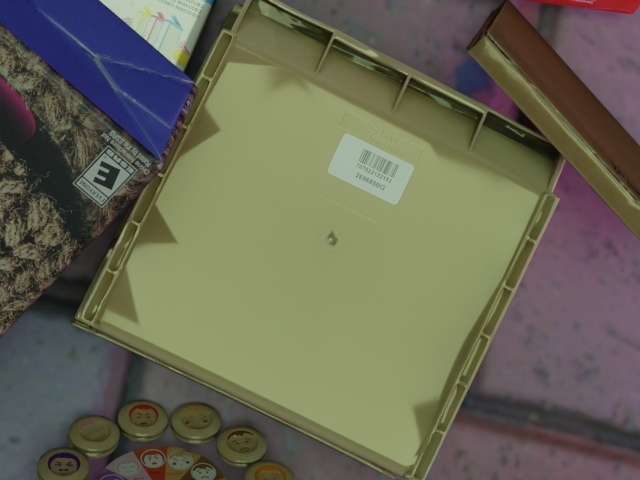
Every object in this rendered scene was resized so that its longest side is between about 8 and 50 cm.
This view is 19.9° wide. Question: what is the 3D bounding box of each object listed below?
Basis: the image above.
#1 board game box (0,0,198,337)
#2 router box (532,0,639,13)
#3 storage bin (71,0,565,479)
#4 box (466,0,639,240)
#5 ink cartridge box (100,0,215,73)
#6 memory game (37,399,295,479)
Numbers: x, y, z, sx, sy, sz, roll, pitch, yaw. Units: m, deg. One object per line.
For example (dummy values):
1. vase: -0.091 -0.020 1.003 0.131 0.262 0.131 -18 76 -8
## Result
1. board game box: -0.265 -0.052 1.171 0.232 0.141 0.291 40 113 -12
2. router box: 0.090 -0.265 1.201 0.335 0.301 0.082 6 72 -6
3. storage bin: 0.000 0.000 1.281 0.262 0.123 0.260 26 86 -5
4. box: 0.185 -0.080 1.286 0.021 0.164 0.201 -42 94 18
5. ink cartridge box: -0.135 -0.138 1.283 0.092 0.090 0.143 22 86 -6
6. memory game: -0.106 0.175 1.256 0.186 0.186 0.012 3 129 -6
